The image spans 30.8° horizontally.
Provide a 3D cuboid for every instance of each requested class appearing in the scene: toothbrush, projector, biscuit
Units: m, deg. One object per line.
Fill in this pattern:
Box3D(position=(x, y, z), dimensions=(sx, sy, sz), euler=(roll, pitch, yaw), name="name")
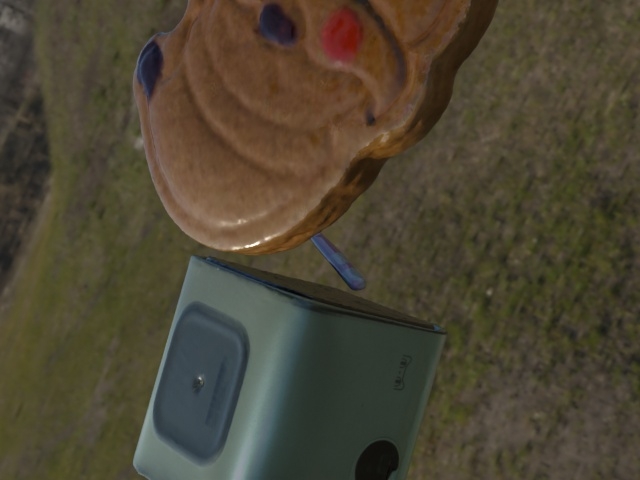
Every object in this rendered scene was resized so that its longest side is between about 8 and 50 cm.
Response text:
Box3D(position=(0.000, 0.000, 1.319), dimensions=(0.286, 0.020, 0.025), euler=(-133, 36, -65), name="toothbrush")
Box3D(position=(-0.035, 0.171, 1.287), dimensions=(0.248, 0.248, 0.249), euler=(18, 93, 51), name="projector")
Box3D(position=(-0.016, -0.193, 1.061), dimensions=(0.350, 0.078, 0.455), euler=(48, 115, 33), name="biscuit")
